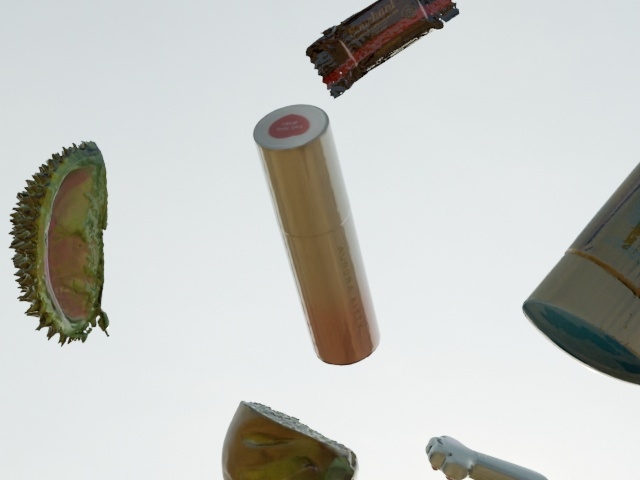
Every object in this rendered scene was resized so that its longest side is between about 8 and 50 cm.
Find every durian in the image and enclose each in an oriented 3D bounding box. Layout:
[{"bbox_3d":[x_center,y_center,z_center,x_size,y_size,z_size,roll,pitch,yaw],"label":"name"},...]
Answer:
[{"bbox_3d":[-0.287,0.008,1.525,0.095,0.137,0.220,1,-80,37],"label":"durian"}]

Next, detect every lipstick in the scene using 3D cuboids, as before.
[{"bbox_3d":[0.000,0.000,1.643,0.087,0.087,0.327,-4,-50,13],"label":"lipstick"}]

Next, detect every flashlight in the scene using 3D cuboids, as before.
[{"bbox_3d":[0.247,0.342,2.108,0.200,0.093,0.047,21,-74,-13],"label":"flashlight"}]

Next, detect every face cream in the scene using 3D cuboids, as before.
[{"bbox_3d":[0.316,0.018,1.359,0.139,0.285,0.067,44,-31,2],"label":"face cream"}]

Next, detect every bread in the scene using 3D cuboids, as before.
[{"bbox_3d":[-0.046,0.339,2.063,0.158,0.156,0.261,26,-1,37],"label":"bread"}]

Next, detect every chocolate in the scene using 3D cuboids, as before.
[{"bbox_3d":[0.072,-0.241,1.656,0.182,0.086,0.028,-34,-25,7],"label":"chocolate"}]
